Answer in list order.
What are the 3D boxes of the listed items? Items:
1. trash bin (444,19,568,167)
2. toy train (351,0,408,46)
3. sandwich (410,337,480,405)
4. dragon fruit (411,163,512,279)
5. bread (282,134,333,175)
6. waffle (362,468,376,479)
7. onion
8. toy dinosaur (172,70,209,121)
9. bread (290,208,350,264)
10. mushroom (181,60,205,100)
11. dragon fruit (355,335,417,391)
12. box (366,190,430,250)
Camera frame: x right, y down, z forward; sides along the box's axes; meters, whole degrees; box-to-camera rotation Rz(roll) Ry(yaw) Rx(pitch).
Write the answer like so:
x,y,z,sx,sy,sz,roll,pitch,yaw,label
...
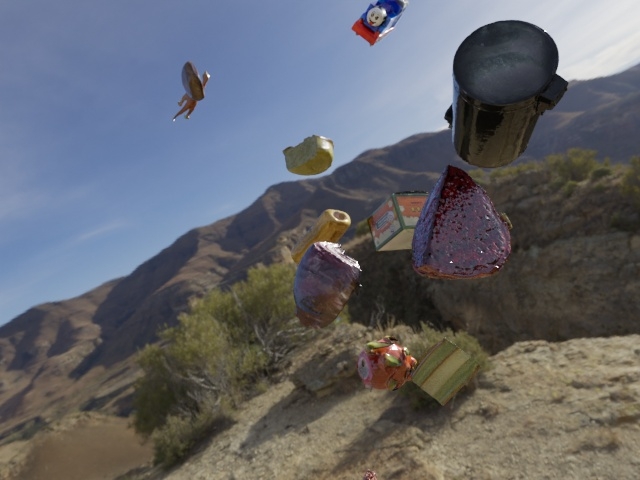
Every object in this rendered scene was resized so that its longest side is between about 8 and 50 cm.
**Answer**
x,y,z,sx,sy,sz,roll,pitch,yaw,label
0.407,-0.315,1.043,0.203,0.252,0.301,-53,-21,-5,trash bin
0.174,-0.650,1.324,0.131,0.082,0.204,-51,2,40,toy train
0.336,0.312,1.182,0.144,0.117,0.187,-35,-23,-54,sandwich
0.330,0.005,1.086,0.152,0.205,0.317,118,177,-57,dragon fruit
-0.026,-0.253,1.375,0.156,0.086,0.125,-21,-28,32,bread
0.094,0.489,0.874,0.029,0.083,0.075,-2,29,15,waffle
-0.017,0.133,1.419,0.280,0.146,0.314,-58,27,3,onion
-0.446,-0.499,1.597,0.142,0.057,0.212,-37,38,28,toy dinosaur
0.000,0.000,1.862,0.142,0.091,0.305,11,-46,-35,bread
-0.402,-0.495,1.414,0.052,0.123,0.123,-26,0,-20,mushroom
0.264,0.498,1.818,0.227,0.224,0.224,-11,-6,-24,dragon fruit
0.298,-0.067,1.629,0.177,0.148,0.195,-3,-23,-25,box
